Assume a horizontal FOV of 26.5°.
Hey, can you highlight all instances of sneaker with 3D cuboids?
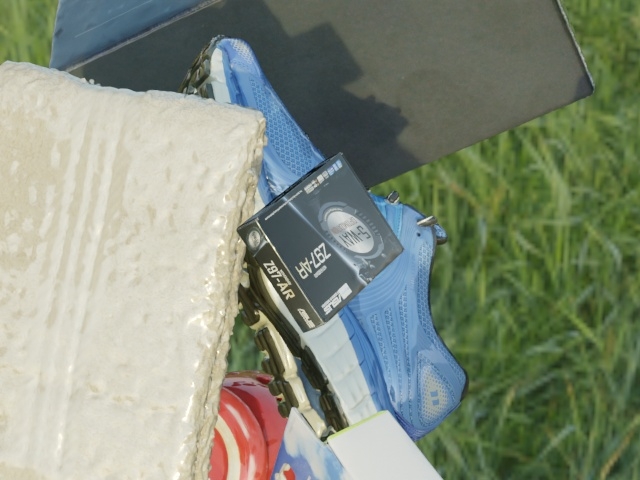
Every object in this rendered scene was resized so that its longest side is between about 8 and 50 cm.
[{"bbox_3d":[0.000,0.000,0.985,0.147,0.330,0.130,-23,-6,-28],"label":"sneaker"}]

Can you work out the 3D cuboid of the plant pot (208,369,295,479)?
[{"bbox_3d":[-0.098,0.231,1.436,0.191,0.191,0.174,12,-2,25],"label":"plant pot"}]

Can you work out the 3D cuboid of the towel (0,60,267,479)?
[{"bbox_3d":[-0.142,0.039,0.860,0.187,0.282,0.049,12,2,13],"label":"towel"}]

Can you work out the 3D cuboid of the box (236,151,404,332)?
[{"bbox_3d":[0.001,0.000,0.729,0.018,0.067,0.083,-25,10,45],"label":"box"}]

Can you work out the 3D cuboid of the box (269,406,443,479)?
[{"bbox_3d":[0.043,0.161,0.605,0.042,0.109,0.178,-22,59,-29],"label":"box"}]

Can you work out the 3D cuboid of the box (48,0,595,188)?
[{"bbox_3d":[-0.010,-0.303,1.487,0.480,0.297,0.471,-22,39,16],"label":"box"}]
